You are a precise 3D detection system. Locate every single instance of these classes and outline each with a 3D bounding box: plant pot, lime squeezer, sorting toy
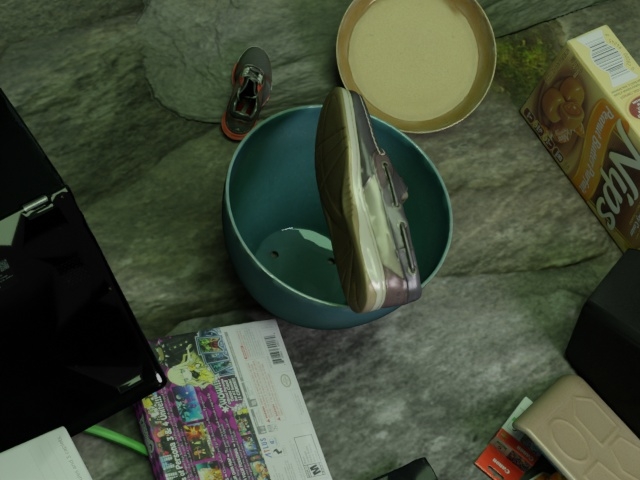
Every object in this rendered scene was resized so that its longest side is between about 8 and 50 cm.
[{"bbox_3d":[0.137,-0.271,2.153,0.236,0.032,0.236,0,87,-8],"label":"plant pot"},{"bbox_3d":[0.440,0.122,1.990,0.167,0.187,0.188,34,56,18],"label":"plant pot"},{"bbox_3d":[0.000,0.000,1.903,0.290,0.195,0.290,8,59,-13],"label":"plant pot"},{"bbox_3d":[-0.358,0.232,1.742,0.310,0.059,0.110,-10,64,-23],"label":"lime squeezer"},{"bbox_3d":[0.356,0.278,1.918,0.208,0.038,0.193,44,32,12],"label":"sorting toy"}]

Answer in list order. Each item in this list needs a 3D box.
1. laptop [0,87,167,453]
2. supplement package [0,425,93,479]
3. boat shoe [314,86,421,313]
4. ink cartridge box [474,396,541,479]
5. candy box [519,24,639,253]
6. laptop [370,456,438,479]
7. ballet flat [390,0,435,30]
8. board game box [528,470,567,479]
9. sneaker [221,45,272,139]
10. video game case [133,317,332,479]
[{"bbox_3d":[-0.454,0.070,1.760,0.382,0.236,0.408,-28,98,-12],"label":"laptop"},{"bbox_3d":[-0.359,0.365,1.579,0.263,0.198,0.199,-22,70,-27],"label":"supplement package"},{"bbox_3d":[0.059,-0.049,1.779,0.092,0.103,0.285,0,65,-23],"label":"boat shoe"},{"bbox_3d":[0.257,0.265,1.931,0.063,0.029,0.115,40,57,6],"label":"ink cartridge box"},{"bbox_3d":[0.434,-0.127,2.120,0.087,0.183,0.316,-24,70,-27],"label":"candy box"},{"bbox_3d":[0.068,0.389,1.733,0.264,0.136,0.234,-21,69,-14],"label":"laptop"},{"bbox_3d":[0.089,-0.393,2.215,0.247,0.083,0.087,45,23,8],"label":"ballet flat"},{"bbox_3d":[0.274,0.494,1.738,0.390,0.050,0.390,-21,69,-42],"label":"board game box"},{"bbox_3d":[-0.095,-0.215,2.075,0.061,0.065,0.158,15,58,-9],"label":"sneaker"},{"bbox_3d":[-0.118,0.218,1.826,0.210,0.042,0.232,-9,64,-27],"label":"video game case"}]
